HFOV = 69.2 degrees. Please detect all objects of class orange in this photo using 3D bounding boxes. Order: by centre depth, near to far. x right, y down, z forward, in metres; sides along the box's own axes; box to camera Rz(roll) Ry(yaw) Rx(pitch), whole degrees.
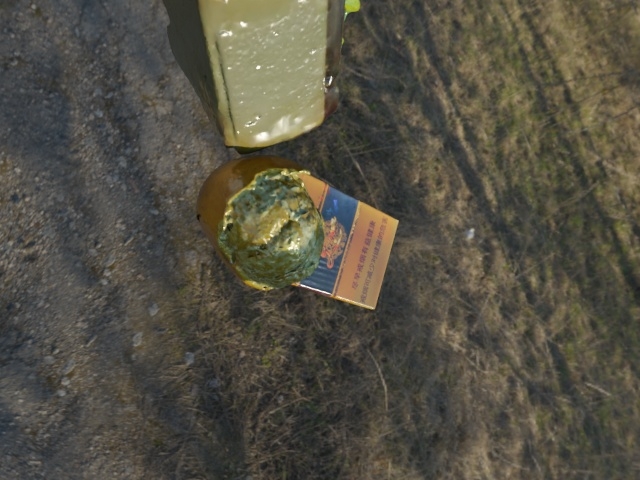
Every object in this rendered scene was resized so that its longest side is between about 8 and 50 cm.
[{"bbox_3d":[-0.056,-0.022,0.497,0.156,0.156,0.134,45,75,-21],"label":"orange"}]

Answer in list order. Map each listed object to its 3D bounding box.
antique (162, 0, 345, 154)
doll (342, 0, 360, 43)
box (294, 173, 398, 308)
[{"bbox_3d":[-0.055,-0.213,0.364,0.125,0.284,0.150,-27,73,-16],"label":"antique"},{"bbox_3d":[-0.030,-0.378,0.533,0.098,0.346,0.342,-9,111,-48],"label":"doll"},{"bbox_3d":[0.000,0.000,0.683,0.237,0.070,0.152,21,82,-35],"label":"box"}]
